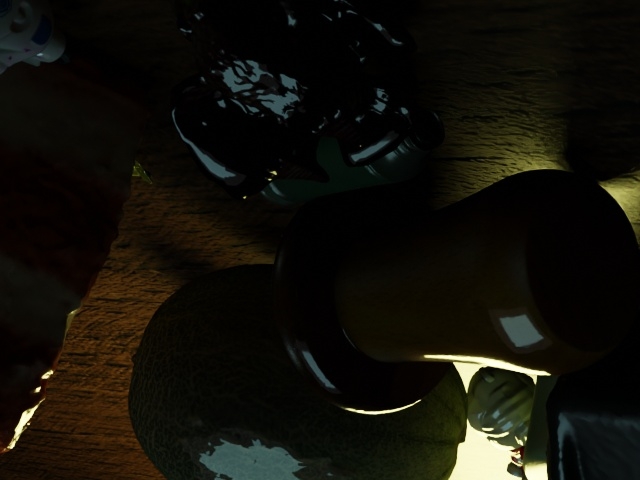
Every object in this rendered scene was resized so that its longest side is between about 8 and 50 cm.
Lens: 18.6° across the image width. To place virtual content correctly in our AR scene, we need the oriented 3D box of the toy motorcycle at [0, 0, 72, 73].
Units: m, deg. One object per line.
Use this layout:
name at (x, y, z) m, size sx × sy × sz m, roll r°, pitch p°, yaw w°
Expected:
toy motorcycle at (-0.289, -0.189, 1.464) m, size 0.221 × 0.102 × 0.150 m, roll 24°, pitch 174°, yaw -5°

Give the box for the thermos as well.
thermos at (0.024, -0.076, 1.473) m, size 0.073 × 0.083 × 0.187 m, roll 8°, pitch 170°, yaw -35°

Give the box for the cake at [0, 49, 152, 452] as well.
cake at (-0.314, -0.010, 1.627) m, size 0.269 × 0.319 × 0.270 m, roll 25°, pitch 163°, yaw -8°

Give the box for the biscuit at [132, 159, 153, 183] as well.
biscuit at (-0.288, -0.092, 1.836) m, size 0.292 × 0.026 × 0.048 m, roll 11°, pitch 163°, yaw 25°

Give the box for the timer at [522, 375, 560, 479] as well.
timer at (0.291, 0.274, 1.741) m, size 0.291 × 0.315 × 0.291 m, roll 19°, pitch 162°, yaw 6°

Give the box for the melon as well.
melon at (-0.022, 0.151, 1.864) m, size 0.329 × 0.248 × 0.248 m, roll 15°, pitch 161°, yaw 2°

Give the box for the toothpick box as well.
toothpick box at (0.096, 0.035, 1.518) m, size 0.192 × 0.192 × 0.294 m, roll 34°, pitch 152°, yaw -32°

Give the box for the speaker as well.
speaker at (0.344, 0.164, 1.459) m, size 0.388 × 0.180 × 0.184 m, roll 2°, pitch 111°, yaw 37°

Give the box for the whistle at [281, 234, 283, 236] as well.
whistle at (0.000, 0.000, 1.764) m, size 0.033 × 0.029 × 0.083 m, roll -11°, pitch -167°, yaw -41°

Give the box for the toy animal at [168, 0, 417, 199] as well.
toy animal at (-0.028, -0.124, 1.362) m, size 0.179 × 0.116 × 0.218 m, roll 56°, pitch 134°, yaw 10°

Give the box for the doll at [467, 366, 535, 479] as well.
doll at (0.190, 0.183, 1.954) m, size 0.094 × 0.079 × 0.180 m, roll 46°, pitch 165°, yaw 48°
